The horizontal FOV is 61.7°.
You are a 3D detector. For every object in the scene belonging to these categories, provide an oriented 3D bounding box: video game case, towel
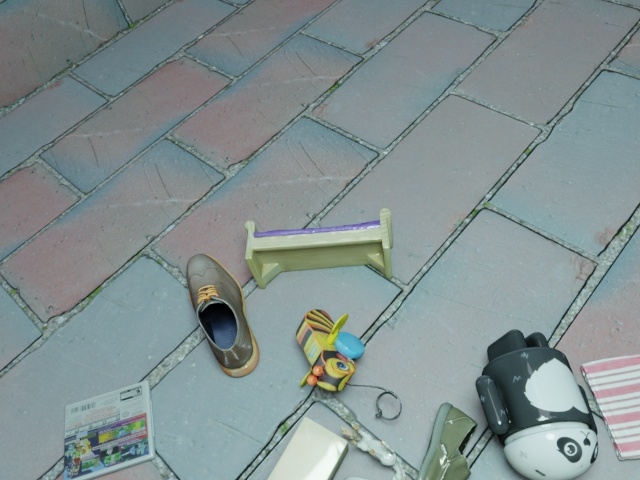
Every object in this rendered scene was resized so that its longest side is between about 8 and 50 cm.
[{"bbox_3d":[-0.478,0.432,1.212,0.202,0.023,0.183,-17,53,-3],"label":"video game case"},{"bbox_3d":[0.627,0.328,1.071,0.144,0.029,0.197,-11,56,3],"label":"towel"}]

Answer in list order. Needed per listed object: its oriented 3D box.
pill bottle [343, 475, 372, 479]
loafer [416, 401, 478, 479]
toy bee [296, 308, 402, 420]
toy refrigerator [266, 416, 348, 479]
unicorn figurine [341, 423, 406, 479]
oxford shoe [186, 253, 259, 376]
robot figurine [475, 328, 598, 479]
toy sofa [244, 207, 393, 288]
[{"bbox_3d":[0.071,0.550,0.958,0.121,0.121,0.216,9,57,17],"label":"pill bottle"},{"bbox_3d":[0.242,0.435,1.024,0.088,0.094,0.251,11,57,23],"label":"loafer"},{"bbox_3d":[0.025,0.248,1.141,0.298,0.162,0.195,18,97,46],"label":"toy bee"},{"bbox_3d":[-0.054,0.496,1.042,0.102,0.094,0.269,25,63,19],"label":"toy refrigerator"},{"bbox_3d":[0.116,0.424,1.063,0.060,0.111,0.162,-41,42,-6],"label":"unicorn figurine"},{"bbox_3d":[-0.250,0.148,1.303,0.130,0.132,0.363,-28,54,-9],"label":"oxford shoe"},{"bbox_3d":[0.415,0.313,1.028,0.209,0.173,0.278,-14,52,11],"label":"robot figurine"},{"bbox_3d":[0.000,0.000,1.352,0.363,0.150,0.177,-5,55,8],"label":"toy sofa"}]
